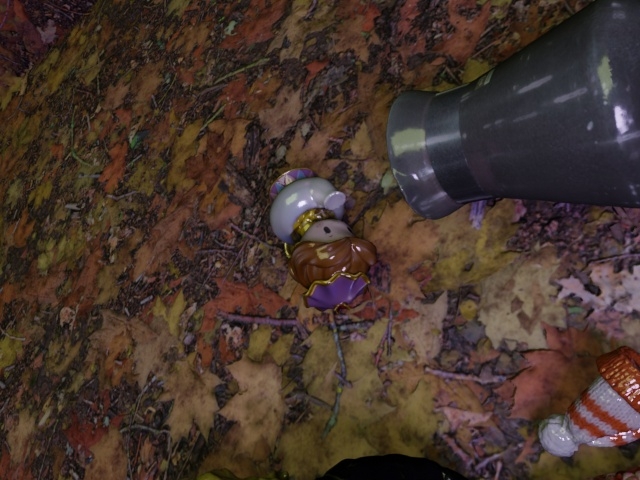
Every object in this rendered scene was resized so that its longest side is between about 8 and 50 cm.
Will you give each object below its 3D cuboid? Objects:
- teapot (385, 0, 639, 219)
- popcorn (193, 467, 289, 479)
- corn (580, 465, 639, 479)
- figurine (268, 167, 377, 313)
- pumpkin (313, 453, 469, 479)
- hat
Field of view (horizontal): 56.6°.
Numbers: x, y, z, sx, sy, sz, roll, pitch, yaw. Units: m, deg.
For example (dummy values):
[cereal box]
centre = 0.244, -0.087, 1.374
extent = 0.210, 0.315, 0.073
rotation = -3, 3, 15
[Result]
[teapot]
centre = 0.290, -0.164, 0.791
extent = 0.343, 0.253, 0.300
rotation = -8, 31, 41
[popcorn]
centre = -0.110, 0.447, 0.819
extent = 0.270, 0.224, 0.258
rotation = -11, 56, 42
[corn]
centre = 0.344, 0.277, 0.617
extent = 0.280, 0.092, 0.092
rotation = -31, 53, 22
[figurine]
centre = 0.000, 0.000, 0.999
extent = 0.264, 0.142, 0.190
rotation = 63, 143, 37
[pumpkin]
centre = 0.075, 0.396, 0.679
extent = 0.295, 0.295, 0.296
rotation = -17, 60, 32
[hat]
centre = 0.322, 0.201, 0.682
extent = 0.162, 0.112, 0.094
rotation = -51, 19, 22
